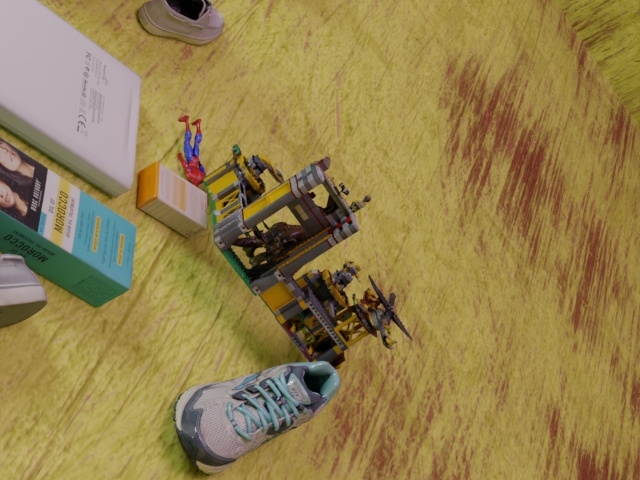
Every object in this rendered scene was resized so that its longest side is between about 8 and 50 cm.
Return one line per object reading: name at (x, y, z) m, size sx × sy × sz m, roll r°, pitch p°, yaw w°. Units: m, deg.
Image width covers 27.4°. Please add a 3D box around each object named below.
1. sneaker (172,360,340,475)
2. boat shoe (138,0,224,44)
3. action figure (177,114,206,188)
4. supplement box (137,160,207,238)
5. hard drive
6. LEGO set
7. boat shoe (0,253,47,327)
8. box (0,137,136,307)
sneaker at (-0.074, 0.202, 1.642) m, size 0.283 × 0.122 × 0.110 m, roll -21°, pitch 83°, yaw -60°
boat shoe at (-0.194, -0.339, 1.954) m, size 0.184 × 0.063 × 0.066 m, roll 3°, pitch 64°, yaw -56°
action figure at (-0.179, -0.116, 1.832) m, size 0.038 × 0.030 × 0.115 m, roll 16°, pitch 57°, yaw -44°
supplement box at (-0.197, -0.053, 1.746) m, size 0.098 × 0.036 × 0.062 m, roll 34°, pitch 39°, yaw -38°
hard drive at (-0.351, -0.208, 1.632) m, size 0.307 × 0.040 × 0.203 m, roll 35°, pitch 40°, yaw -38°
LEGO set at (0.000, 0.000, 1.772) m, size 0.331 × 0.192 × 0.255 m, roll 55°, pitch 9°, yaw -15°
boat shoe at (-0.380, 0.047, 1.359) m, size 0.227 × 0.079 × 0.081 m, roll 2°, pitch 55°, yaw -61°
box at (-0.323, -0.026, 1.509) m, size 0.244 × 0.060 × 0.100 m, roll 36°, pitch 39°, yaw -37°
